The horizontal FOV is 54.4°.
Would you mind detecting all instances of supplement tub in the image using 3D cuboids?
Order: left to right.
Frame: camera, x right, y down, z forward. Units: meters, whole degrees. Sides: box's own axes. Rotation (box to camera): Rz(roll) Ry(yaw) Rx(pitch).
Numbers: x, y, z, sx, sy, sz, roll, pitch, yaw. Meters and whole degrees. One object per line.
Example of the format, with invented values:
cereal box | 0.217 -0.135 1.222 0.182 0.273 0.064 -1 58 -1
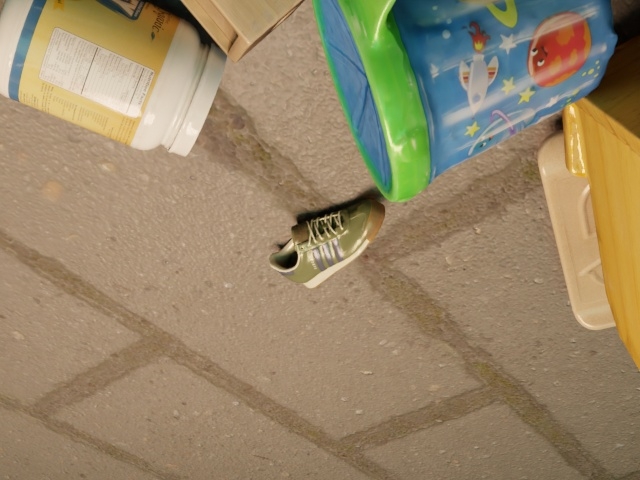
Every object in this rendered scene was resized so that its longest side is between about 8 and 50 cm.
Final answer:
supplement tub | -0.211 -0.180 0.638 0.200 0.144 0.144 21 131 -20

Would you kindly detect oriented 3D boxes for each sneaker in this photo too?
sneaker | 0.000 0.000 0.870 0.086 0.064 0.192 22 134 -27

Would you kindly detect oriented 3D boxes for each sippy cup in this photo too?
sippy cup | 0.131 -0.181 0.581 0.224 0.305 0.240 -20 109 -1

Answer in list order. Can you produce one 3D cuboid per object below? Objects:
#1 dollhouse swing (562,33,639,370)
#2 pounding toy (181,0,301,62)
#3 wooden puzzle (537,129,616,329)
dollhouse swing | 0.396 -0.031 0.556 0.315 0.347 0.305 -29 107 18
pounding toy | -0.110 -0.276 0.567 0.094 0.181 0.206 -42 105 -4
wooden puzzle | 0.471 -0.048 0.817 0.322 0.080 0.348 -17 128 16
